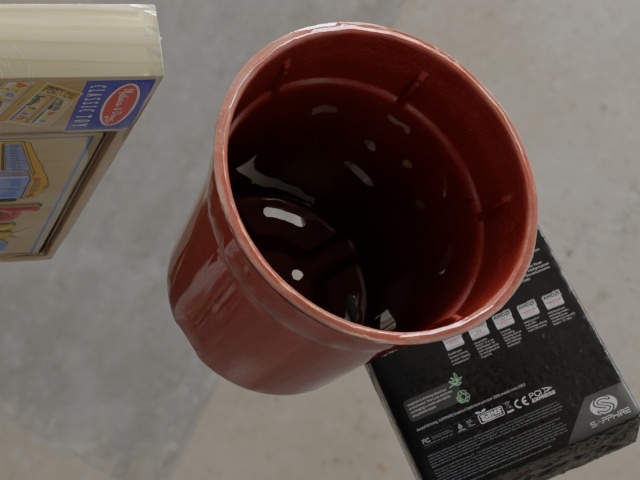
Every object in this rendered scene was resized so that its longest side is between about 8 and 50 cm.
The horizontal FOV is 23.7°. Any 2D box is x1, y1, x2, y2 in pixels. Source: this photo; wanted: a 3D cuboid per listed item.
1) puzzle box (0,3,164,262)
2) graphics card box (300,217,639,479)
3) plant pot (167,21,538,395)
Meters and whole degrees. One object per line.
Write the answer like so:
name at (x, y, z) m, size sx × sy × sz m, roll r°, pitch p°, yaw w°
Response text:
puzzle box at (-0.285, -0.057, 1.060) m, size 0.409 × 0.272 × 0.052 m, roll 137°, pitch 126°, yaw -65°
graphics card box at (0.151, 0.086, 1.608) m, size 0.233 × 0.094 × 0.371 m, roll -23°, pitch 61°, yaw -6°
plant pot at (0.000, 0.000, 1.286) m, size 0.265 × 0.272 × 0.272 m, roll 134°, pitch 151°, yaw -59°
